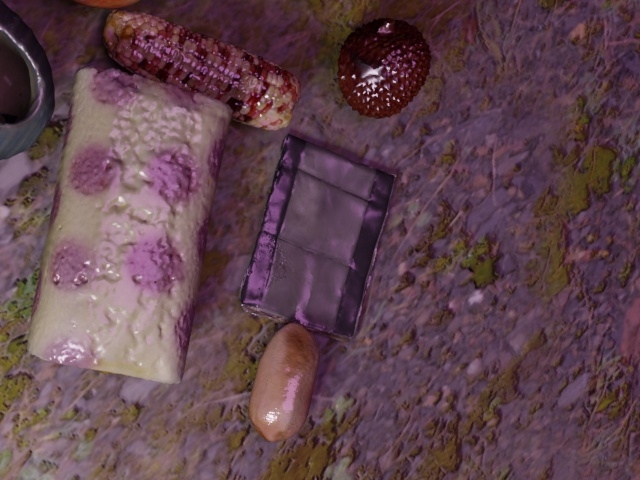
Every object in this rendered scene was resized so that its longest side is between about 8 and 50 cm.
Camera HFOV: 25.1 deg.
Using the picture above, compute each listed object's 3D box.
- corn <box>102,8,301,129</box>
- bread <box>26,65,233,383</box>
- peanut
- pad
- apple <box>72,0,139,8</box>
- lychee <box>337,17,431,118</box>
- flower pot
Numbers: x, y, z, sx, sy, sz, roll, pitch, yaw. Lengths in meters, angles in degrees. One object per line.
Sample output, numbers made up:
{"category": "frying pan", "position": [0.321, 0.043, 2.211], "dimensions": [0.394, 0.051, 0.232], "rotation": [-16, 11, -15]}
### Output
{"category": "corn", "position": [-0.143, -0.205, 1.729], "dimensions": [0.253, 0.086, 0.086], "rotation": [21, 80, -23]}
{"category": "bread", "position": [-0.220, -0.016, 1.651], "dimensions": [0.187, 0.155, 0.338], "rotation": [13, 84, -20]}
{"category": "peanut", "position": [-0.044, 0.176, 1.779], "dimensions": [0.076, 0.076, 0.152], "rotation": [17, 84, -24]}
{"category": "pad", "position": [0.000, 0.000, 1.829], "dimensions": [0.174, 0.022, 0.233], "rotation": [20, 80, -23]}
{"category": "apple", "position": [-0.245, -0.359, 1.634], "dimensions": [0.188, 0.174, 0.188], "rotation": [0, 91, -28]}
{"category": "lychee", "position": [0.076, -0.218, 1.819], "dimensions": [0.123, 0.129, 0.123], "rotation": [19, 39, -16]}
{"category": "flower pot", "position": [-0.407, -0.187, 1.565], "dimensions": [0.243, 0.157, 0.189], "rotation": [37, 76, -21]}
